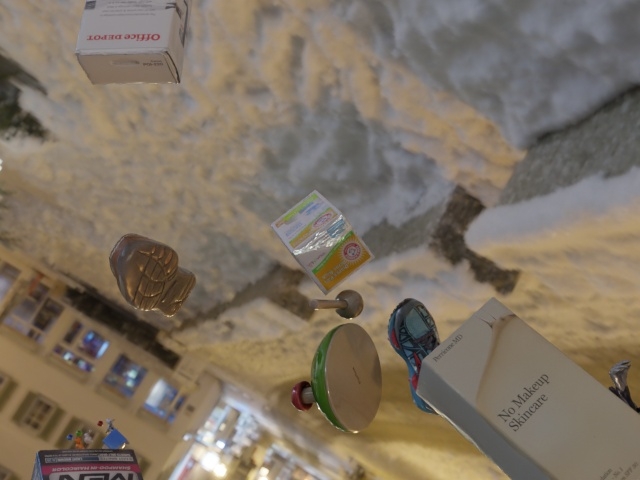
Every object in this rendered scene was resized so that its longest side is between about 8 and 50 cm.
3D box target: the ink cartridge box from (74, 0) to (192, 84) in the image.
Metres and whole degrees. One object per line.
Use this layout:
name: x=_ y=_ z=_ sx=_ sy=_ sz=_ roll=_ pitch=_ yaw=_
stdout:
ink cartridge box: x=-0.303 y=-0.370 z=1.493 sx=0.159 sy=0.217 sz=0.092 roll=1 pitch=153 yaw=7

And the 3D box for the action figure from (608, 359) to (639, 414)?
action figure: x=0.580 y=0.258 z=1.527 sx=0.164 sy=0.140 sz=0.275 roll=-7 pitch=156 yaw=-32

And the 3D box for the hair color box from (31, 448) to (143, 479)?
hair color box: x=-0.352 y=0.478 z=1.431 sx=0.174 sy=0.105 sz=0.347 roll=5 pitch=-156 yaw=-27

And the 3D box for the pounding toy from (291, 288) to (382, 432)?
pounding toy: x=0.010 y=0.210 z=1.537 sx=0.110 sy=0.236 sz=0.183 roll=-10 pitch=179 yaw=32

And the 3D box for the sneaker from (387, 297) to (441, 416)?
sneaker: x=0.222 y=0.226 z=1.728 sx=0.125 sy=0.104 sz=0.261 roll=14 pitch=132 yaw=57

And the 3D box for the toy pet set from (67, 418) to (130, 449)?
toy pet set: x=-0.534 y=0.478 z=2.213 sx=0.114 sy=0.065 sz=0.122 roll=38 pitch=-156 yaw=16

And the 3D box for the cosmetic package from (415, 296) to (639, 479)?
cosmetic package: x=0.300 y=0.243 z=1.252 sx=0.309 sy=0.160 sz=0.113 roll=40 pitch=155 yaw=23

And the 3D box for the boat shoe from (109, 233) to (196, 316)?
boat shoe: x=-0.318 y=0.053 z=1.586 sx=0.116 sy=0.123 sz=0.324 roll=33 pitch=167 yaw=12

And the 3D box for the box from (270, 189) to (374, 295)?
box: x=0.000 y=0.000 z=1.607 sx=0.103 sy=0.114 sz=0.203 roll=53 pitch=179 yaw=-20
